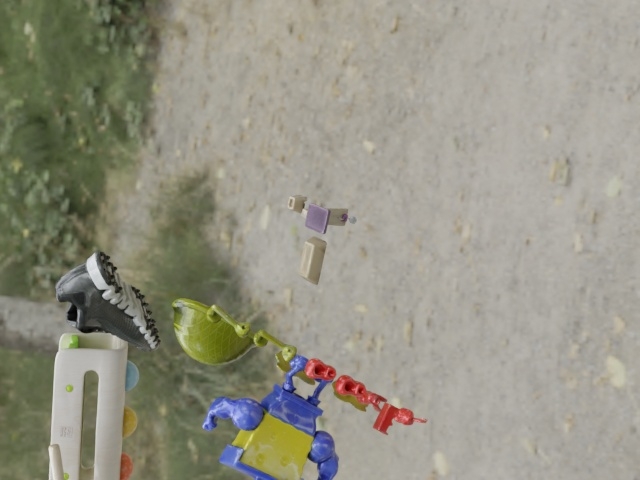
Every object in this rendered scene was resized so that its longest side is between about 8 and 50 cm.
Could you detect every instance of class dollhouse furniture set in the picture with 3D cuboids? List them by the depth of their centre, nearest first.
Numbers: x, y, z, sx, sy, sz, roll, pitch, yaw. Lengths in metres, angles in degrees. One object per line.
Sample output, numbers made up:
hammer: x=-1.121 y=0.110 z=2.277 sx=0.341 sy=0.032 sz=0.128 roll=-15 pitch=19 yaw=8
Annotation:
dollhouse furniture set: x=0.000 y=0.000 z=1.481 sx=0.091 sy=0.081 sz=0.114 roll=23 pitch=105 yaw=45

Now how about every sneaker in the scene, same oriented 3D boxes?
sneaker: x=-0.322 y=0.106 z=1.531 sx=0.234 sy=0.106 sz=0.078 roll=63 pitch=-176 yaw=-52

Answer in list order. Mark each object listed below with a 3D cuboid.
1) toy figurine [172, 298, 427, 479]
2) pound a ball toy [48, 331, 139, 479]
toy figurine: x=-0.068 y=0.249 z=1.345 sx=0.217 sy=0.362 sz=0.191 roll=-63 pitch=21 yaw=-9
pound a ball toy: x=-0.362 y=0.325 z=1.635 sx=0.208 sy=0.136 sz=0.319 roll=-146 pitch=59 yaw=-76
